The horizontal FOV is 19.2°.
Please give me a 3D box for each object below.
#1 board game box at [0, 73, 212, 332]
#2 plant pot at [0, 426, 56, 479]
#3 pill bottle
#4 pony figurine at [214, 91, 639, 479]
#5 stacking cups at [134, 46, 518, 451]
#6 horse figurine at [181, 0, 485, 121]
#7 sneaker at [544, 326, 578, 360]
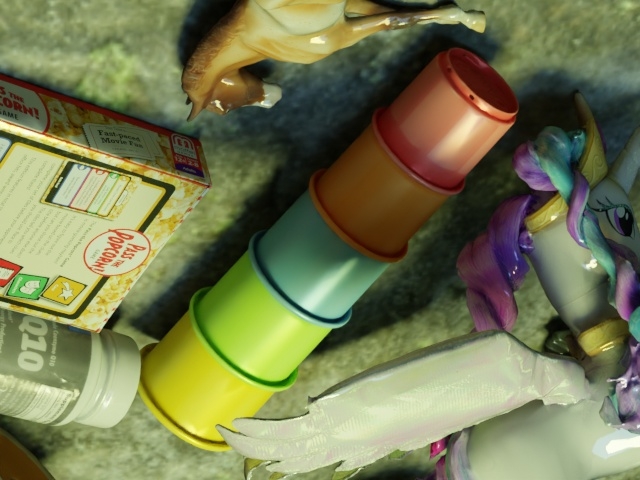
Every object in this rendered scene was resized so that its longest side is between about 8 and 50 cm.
[{"bbox_3d":[-0.187,-0.024,1.160,0.193,0.045,0.147,18,127,-33],"label":"board game box"},{"bbox_3d":[-0.269,0.228,1.308,0.188,0.205,0.205,-42,135,4],"label":"plant pot"},{"bbox_3d":[-0.193,0.078,1.243,0.137,0.078,0.078,17,128,-33],"label":"pill bottle"},{"bbox_3d":[0.136,0.127,1.205,0.351,0.363,0.303,-29,177,-6],"label":"pony figurine"},{"bbox_3d":[0.000,0.000,1.228,0.096,0.096,0.316,21,121,-34],"label":"stacking cups"},{"bbox_3d":[0.013,-0.143,1.047,0.174,0.066,0.263,-5,166,-9],"label":"horse figurine"},{"bbox_3d":[0.291,0.068,1.346,0.135,0.098,0.276,8,155,-38],"label":"sneaker"}]
